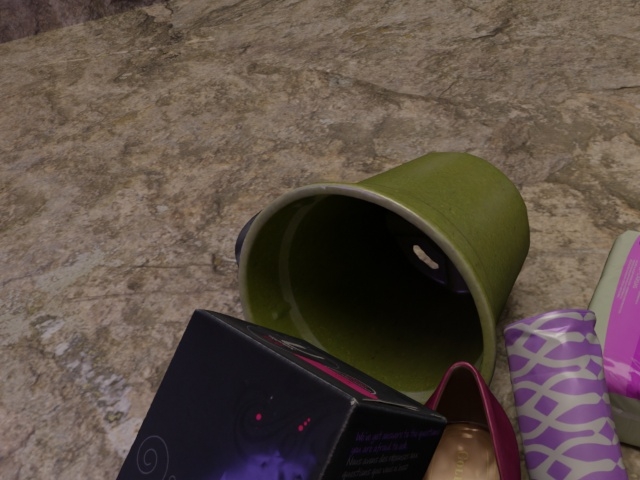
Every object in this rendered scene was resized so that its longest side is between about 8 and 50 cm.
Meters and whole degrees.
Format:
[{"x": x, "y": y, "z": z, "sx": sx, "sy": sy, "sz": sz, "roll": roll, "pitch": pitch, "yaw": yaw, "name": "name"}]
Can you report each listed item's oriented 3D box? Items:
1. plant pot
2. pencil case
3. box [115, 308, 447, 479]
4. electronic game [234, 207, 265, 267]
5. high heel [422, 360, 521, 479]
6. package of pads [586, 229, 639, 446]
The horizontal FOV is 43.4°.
[{"x": 0.098, "y": 0.028, "z": 0.852, "sx": 0.276, "sy": 0.276, "sz": 0.254, "roll": 13, "pitch": 30, "yaw": 30, "name": "plant pot"}, {"x": 0.214, "y": 0.160, "z": 0.676, "sx": 0.088, "sy": 0.206, "sz": 0.086, "roll": 4, "pitch": -20, "yaw": -33, "name": "pencil case"}, {"x": -0.053, "y": 0.211, "z": 0.590, "sx": 0.165, "sy": 0.143, "sz": 0.270, "roll": 23, "pitch": 87, "yaw": 38, "name": "box"}, {"x": 0.000, "y": 0.000, "z": 1.068, "sx": 0.229, "sy": 0.048, "sz": 0.229, "roll": -6, "pitch": 36, "yaw": 4, "name": "electronic game"}, {"x": 0.085, "y": 0.268, "z": 0.556, "sx": 0.127, "sy": 0.181, "sz": 0.377, "roll": -4, "pitch": 36, "yaw": 10, "name": "high heel"}, {"x": 0.404, "y": 0.107, "z": 0.766, "sx": 0.296, "sy": 0.101, "sz": 0.229, "roll": 12, "pitch": 43, "yaw": 28, "name": "package of pads"}]
